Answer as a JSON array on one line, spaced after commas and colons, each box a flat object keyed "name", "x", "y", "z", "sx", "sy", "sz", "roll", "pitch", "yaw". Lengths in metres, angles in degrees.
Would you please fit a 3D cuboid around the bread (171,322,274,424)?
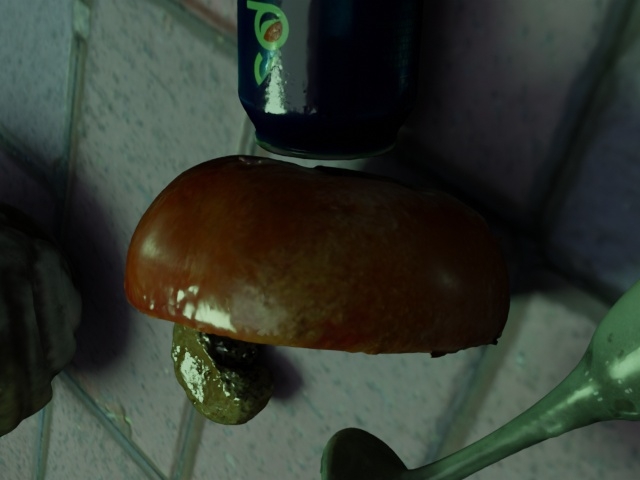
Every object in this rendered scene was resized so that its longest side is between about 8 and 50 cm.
[{"name": "bread", "x": -0.087, "y": 0.108, "z": 0.749, "sx": 0.082, "sy": 0.060, "sz": 0.113, "roll": -40, "pitch": 75, "yaw": 44}]

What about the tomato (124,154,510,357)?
[{"name": "tomato", "x": 0.000, "y": 0.000, "z": 0.521, "sx": 0.236, "sy": 0.236, "sz": 0.095, "roll": 10, "pitch": 96, "yaw": 41}]

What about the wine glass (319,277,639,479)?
[{"name": "wine glass", "x": 0.200, "y": 0.106, "z": 0.476, "sx": 0.309, "sy": 0.264, "sz": 0.096, "roll": -36, "pitch": 44, "yaw": 24}]

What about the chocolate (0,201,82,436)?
[{"name": "chocolate", "x": -0.358, "y": 0.069, "z": 0.862, "sx": 0.212, "sy": 0.303, "sz": 0.303, "roll": -15, "pitch": 97, "yaw": 2}]

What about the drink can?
[{"name": "drink can", "x": 0.006, "y": -0.157, "z": 0.516, "sx": 0.118, "sy": 0.118, "sz": 0.205, "roll": 20, "pitch": 117, "yaw": 38}]
